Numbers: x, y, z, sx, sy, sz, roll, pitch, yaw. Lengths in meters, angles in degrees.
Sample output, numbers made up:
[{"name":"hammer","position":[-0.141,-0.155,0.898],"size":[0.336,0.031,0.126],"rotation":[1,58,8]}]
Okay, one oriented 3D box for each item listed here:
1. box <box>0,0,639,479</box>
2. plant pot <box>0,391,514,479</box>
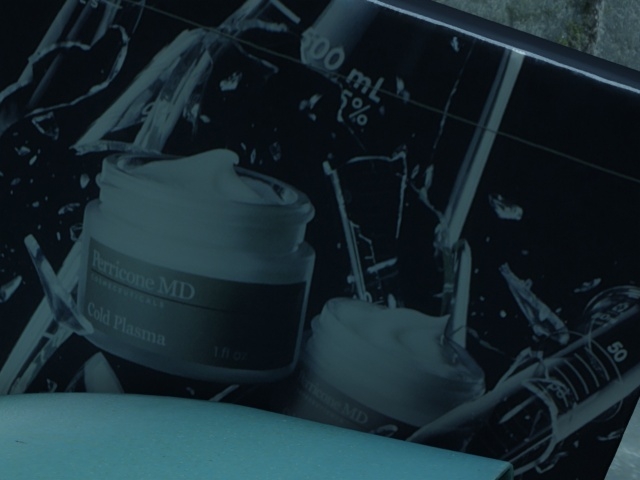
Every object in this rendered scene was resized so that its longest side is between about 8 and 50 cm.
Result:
[{"name":"box","position":[-0.031,0.026,0.547],"size":[0.343,0.313,0.179],"rotation":[20,14,8]},{"name":"plant pot","position":[-0.079,0.145,0.402],"size":[0.234,0.166,0.165],"rotation":[12,11,26]}]
